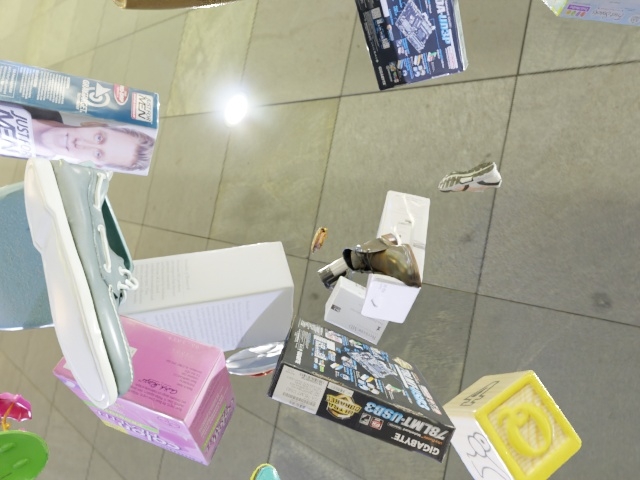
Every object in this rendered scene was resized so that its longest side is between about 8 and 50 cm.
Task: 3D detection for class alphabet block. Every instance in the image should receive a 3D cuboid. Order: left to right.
[{"bbox_3d":[0.429,0.440,0.978,0.192,0.193,0.197,58,159,12],"label":"alphabet block"}]

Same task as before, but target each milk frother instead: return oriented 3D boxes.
[{"bbox_3d":[0.080,0.160,1.693,0.135,0.143,0.129,-30,50,2],"label":"milk frother"}]

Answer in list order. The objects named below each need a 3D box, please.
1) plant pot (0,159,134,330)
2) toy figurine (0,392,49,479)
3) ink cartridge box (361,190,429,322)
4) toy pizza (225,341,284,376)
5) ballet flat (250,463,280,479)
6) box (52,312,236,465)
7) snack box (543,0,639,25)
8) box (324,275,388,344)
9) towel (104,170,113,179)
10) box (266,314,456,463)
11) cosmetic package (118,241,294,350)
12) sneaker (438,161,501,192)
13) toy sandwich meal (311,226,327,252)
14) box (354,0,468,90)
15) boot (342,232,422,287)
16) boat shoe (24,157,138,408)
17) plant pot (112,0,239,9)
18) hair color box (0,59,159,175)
[{"bbox_3d":[-0.536,0.015,0.754,0.252,0.247,0.247,-13,109,-3],"label":"plant pot"},{"bbox_3d":[-0.572,0.343,0.721,0.159,0.173,0.130,34,144,51],"label":"toy figurine"},{"bbox_3d":[0.198,0.046,1.099,0.117,0.207,0.283,12,55,5],"label":"ink cartridge box"},{"bbox_3d":[-0.144,0.304,1.057,0.201,0.201,0.032,-8,93,37],"label":"toy pizza"},{"bbox_3d":[-0.102,0.514,0.714,0.077,0.077,0.231,-33,60,44],"label":"ballet flat"},{"bbox_3d":[-0.272,0.252,0.696,0.214,0.243,0.117,16,51,9],"label":"box"},{"bbox_3d":[0.469,-0.470,0.744,0.070,0.175,0.207,104,163,-50],"label":"snack box"},{"bbox_3d":[0.118,0.217,1.330,0.181,0.182,0.119,25,96,-1],"label":"box"},{"bbox_3d":[-0.680,-0.177,1.181,0.152,0.023,0.113,22,80,3],"label":"towel"},{"bbox_3d":[0.065,0.255,0.779,0.293,0.295,0.073,23,94,-1],"label":"box"},{"bbox_3d":[-0.305,0.159,1.026,0.230,0.453,0.161,98,160,-45],"label":"cosmetic package"},{"bbox_3d":[0.242,-0.092,0.681,0.109,0.044,0.040,-8,47,54],"label":"sneaker"},{"bbox_3d":[0.000,0.000,1.139,0.029,0.085,0.085,21,95,8],"label":"toy sandwich meal"},{"bbox_3d":[0.169,-0.412,0.783,0.175,0.220,0.051,-3,37,31],"label":"box"},{"bbox_3d":[0.107,0.047,0.754,0.106,0.219,0.082,-13,103,-3],"label":"boot"},{"bbox_3d":[-0.272,0.035,0.508,0.116,0.099,0.319,-40,68,38],"label":"boat shoe"},{"bbox_3d":[-0.237,-0.482,0.674,0.254,0.237,0.237,-38,49,-21],"label":"plant pot"},{"bbox_3d":[-0.526,-0.244,0.851,0.174,0.347,0.105,-45,49,51],"label":"hair color box"}]
